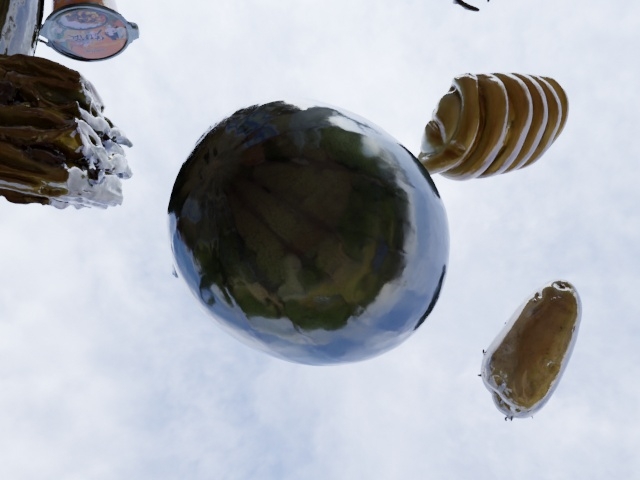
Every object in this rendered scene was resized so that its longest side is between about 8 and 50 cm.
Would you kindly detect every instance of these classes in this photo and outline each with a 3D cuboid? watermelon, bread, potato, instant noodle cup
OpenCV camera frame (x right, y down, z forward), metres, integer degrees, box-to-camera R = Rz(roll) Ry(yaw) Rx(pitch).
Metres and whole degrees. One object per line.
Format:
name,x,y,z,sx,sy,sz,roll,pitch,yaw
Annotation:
watermelon,0.000,0.000,0.690,0.279,0.359,0.278,-15,-115,34
bread,-0.424,-0.153,0.894,0.314,0.370,0.191,8,-87,-2
potato,0.334,0.175,1.002,0.128,0.161,0.234,25,-56,17
bread,0.291,-0.182,0.995,0.311,0.172,0.121,-15,-133,-41
instant noodle cup,-0.508,-0.491,1.352,0.208,0.177,0.125,-1,-115,-31

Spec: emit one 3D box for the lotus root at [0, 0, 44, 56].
lotus root,-0.578,-0.419,1.062,0.179,0.196,0.397,4,-92,20

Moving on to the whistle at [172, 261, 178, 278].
whistle,-0.056,0.051,0.932,0.326,0.068,0.057,11,-95,-24

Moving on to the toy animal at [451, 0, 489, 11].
toy animal,0.219,-0.487,1.013,0.244,0.260,0.087,24,-92,-12
